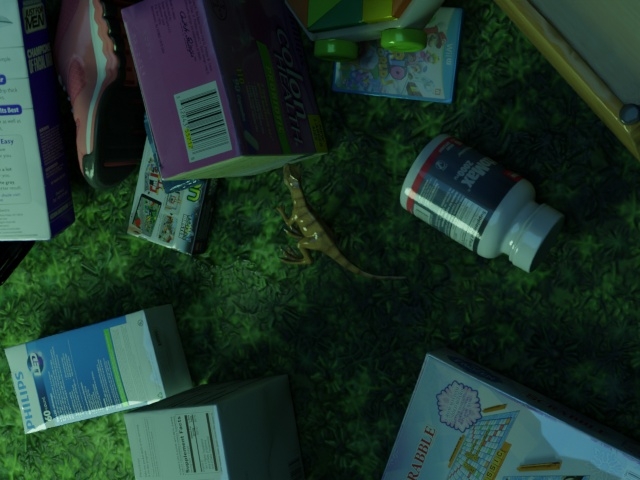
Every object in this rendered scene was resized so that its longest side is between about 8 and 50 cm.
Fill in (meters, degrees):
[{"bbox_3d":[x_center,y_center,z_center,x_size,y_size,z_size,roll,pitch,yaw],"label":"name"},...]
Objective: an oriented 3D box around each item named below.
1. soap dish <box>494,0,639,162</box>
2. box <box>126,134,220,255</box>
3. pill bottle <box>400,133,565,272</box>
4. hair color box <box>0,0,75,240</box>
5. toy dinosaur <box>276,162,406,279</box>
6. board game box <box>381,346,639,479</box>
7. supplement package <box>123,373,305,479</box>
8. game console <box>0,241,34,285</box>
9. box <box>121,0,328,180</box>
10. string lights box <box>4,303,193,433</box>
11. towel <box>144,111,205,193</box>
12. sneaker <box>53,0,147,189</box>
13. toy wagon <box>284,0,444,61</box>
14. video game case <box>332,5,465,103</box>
[{"bbox_3d":[0.346,-0.269,1.295,0.229,0.118,0.291,-44,75,22],"label":"soap dish"},{"bbox_3d":[-0.196,-0.093,1.610,0.114,0.036,0.207,19,102,23],"label":"box"},{"bbox_3d":[0.197,-0.042,1.390,0.180,0.108,0.108,33,107,18],"label":"pill bottle"},{"bbox_3d":[-0.466,-0.172,1.616,0.185,0.110,0.339,-1,108,10],"label":"hair color box"},{"bbox_3d":[0.000,0.000,1.501,0.211,0.064,0.112,51,143,-12],"label":"toy dinosaur"},{"bbox_3d":[0.225,0.342,1.422,0.318,0.066,0.319,26,105,26],"label":"board game box"},{"bbox_3d":[-0.126,0.328,1.521,0.145,0.204,0.262,-9,91,25],"label":"supplement package"},{"bbox_3d":[-0.595,0.030,1.804,0.213,0.044,0.361,47,112,15],"label":"game console"},{"bbox_3d":[-0.113,-0.194,1.447,0.117,0.243,0.214,-14,88,25],"label":"box"},{"bbox_3d":[-0.324,0.187,1.672,0.259,0.076,0.133,-16,87,25],"label":"string lights box"},{"bbox_3d":[-0.201,-0.127,1.572,0.067,0.029,0.120,-19,87,26],"label":"towel"},{"bbox_3d":[-0.314,-0.228,1.630,0.136,0.116,0.314,2,90,37],"label":"sneaker"},{"bbox_3d":[0.088,-0.360,1.378,0.344,0.068,0.267,2,89,48],"label":"toy wagon"},{"bbox_3d":[0.098,-0.242,1.471,0.166,0.015,0.119,9,98,24],"label":"video game case"}]
